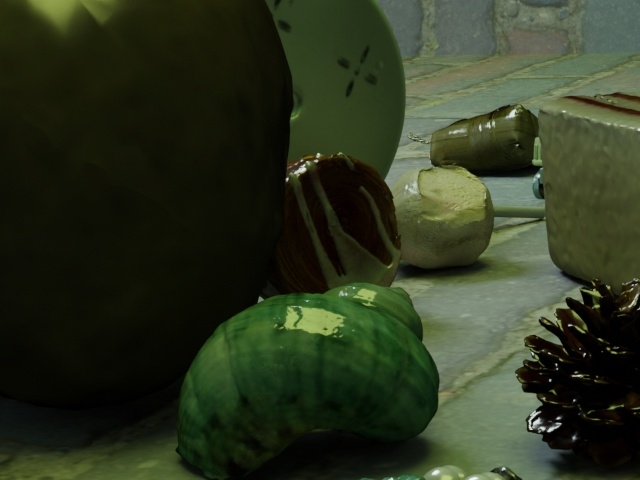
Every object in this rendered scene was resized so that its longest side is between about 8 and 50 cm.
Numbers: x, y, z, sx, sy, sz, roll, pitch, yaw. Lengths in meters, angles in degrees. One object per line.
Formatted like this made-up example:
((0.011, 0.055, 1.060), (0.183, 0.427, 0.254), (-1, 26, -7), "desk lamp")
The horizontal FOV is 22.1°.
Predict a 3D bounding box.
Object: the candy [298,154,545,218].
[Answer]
((0.105, -0.032, 1.829), (0.365, 0.124, 0.124), (2, 7, -31), "candy")

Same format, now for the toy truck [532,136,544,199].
((0.333, -0.112, 1.997), (0.085, 0.116, 0.191), (4, 10, 41), "toy truck")

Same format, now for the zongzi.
((0.244, -0.124, 2.288), (0.189, 0.081, 0.178), (-13, -16, 34), "zongzi")

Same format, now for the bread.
((0.000, 0.000, 1.522), (0.160, 0.160, 0.073), (-13, 6, -36), "bread")

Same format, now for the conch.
((-0.004, 0.096, 1.173), (0.188, 0.122, 0.176), (-7, -12, -31), "conch")

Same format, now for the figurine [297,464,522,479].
((-0.012, 0.174, 0.857), (0.245, 0.110, 0.138), (-8, 3, -32), "figurine")

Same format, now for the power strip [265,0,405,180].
((-0.083, -0.149, 1.861), (0.357, 0.358, 0.161), (-12, 14, -33), "power strip")

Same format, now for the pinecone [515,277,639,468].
((0.206, 0.089, 1.131), (0.140, 0.121, 0.140), (0, 20, 0), "pinecone")

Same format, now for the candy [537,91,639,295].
((0.321, -0.038, 1.539), (0.135, 0.179, 0.320), (-7, 13, -17), "candy")

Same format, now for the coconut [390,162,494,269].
((0.115, -0.025, 1.708), (0.124, 0.110, 0.110), (-5, 12, -20), "coconut")

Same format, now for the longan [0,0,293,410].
((-0.215, -0.086, 1.350), (0.404, 0.404, 0.436), (-1, 35, 13), "longan")
